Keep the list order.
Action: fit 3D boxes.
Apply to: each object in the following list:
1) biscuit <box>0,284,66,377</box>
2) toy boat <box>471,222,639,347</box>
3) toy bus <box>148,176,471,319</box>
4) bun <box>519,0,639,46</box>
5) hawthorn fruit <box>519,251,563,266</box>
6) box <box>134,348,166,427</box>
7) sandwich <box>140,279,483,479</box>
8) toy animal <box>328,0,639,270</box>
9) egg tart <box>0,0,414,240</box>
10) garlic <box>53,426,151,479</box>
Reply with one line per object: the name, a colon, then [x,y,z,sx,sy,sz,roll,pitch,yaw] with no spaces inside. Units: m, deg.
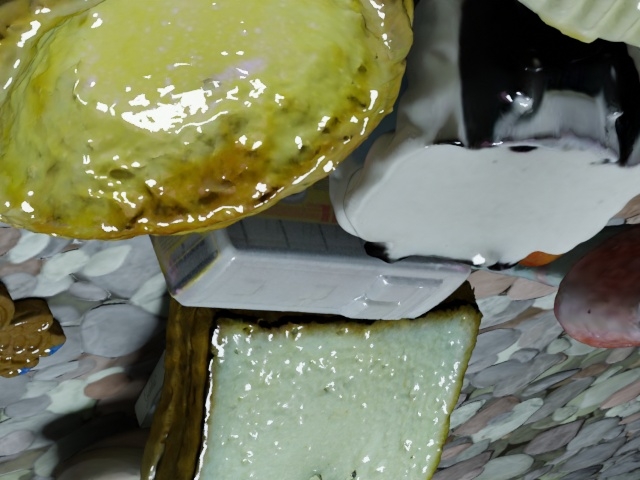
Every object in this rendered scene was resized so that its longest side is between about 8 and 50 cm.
biscuit: [-0.269,0.074,1.155,0.124,0.026,0.175,-35,150,25]
toy boat: [0.231,0.019,1.265,0.206,0.096,0.282,-26,-163,-28]
toy bus: [0.000,0.000,1.133,0.268,0.106,0.092,6,144,-43]
bun: [0.234,-0.235,0.764,0.361,0.213,0.361,8,152,4]
hawthorn fruit: [0.163,-0.038,1.176,0.128,0.128,0.128,-17,153,-9]
box: [-0.065,0.125,1.399,0.198,0.029,0.109,-5,149,-28]
sandwich: [-0.009,0.141,1.292,0.273,0.095,0.249,-2,118,-32]
toy animal: [0.106,-0.083,1.010,0.208,0.156,0.204,4,146,-29]
egg tart: [-0.089,-0.109,0.853,0.294,0.123,0.294,-14,150,-8]
garlic: [-0.138,0.230,1.434,0.228,0.110,0.217,7,165,-10]
